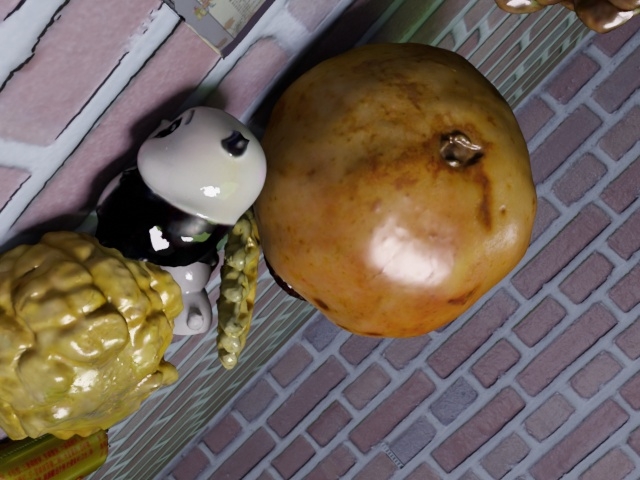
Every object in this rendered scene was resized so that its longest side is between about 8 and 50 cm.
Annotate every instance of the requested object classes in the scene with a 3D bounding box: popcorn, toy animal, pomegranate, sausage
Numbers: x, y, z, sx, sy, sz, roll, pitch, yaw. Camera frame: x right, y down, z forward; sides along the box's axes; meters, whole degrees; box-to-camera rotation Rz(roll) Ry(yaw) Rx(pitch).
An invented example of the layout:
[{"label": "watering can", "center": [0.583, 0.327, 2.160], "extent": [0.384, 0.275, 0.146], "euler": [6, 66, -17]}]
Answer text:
[{"label": "popcorn", "center": [-0.262, 0.102, 0.713], "extent": [0.250, 0.190, 0.250], "euler": [-24, 157, -11]}, {"label": "toy animal", "center": [-0.177, 0.040, 0.953], "extent": [0.131, 0.127, 0.181], "euler": [-5, 99, -40]}, {"label": "pomegranate", "center": [0.080, -0.065, 0.887], "extent": [0.410, 0.410, 0.410], "euler": [-42, 168, -11]}, {"label": "sausage", "center": [-0.480, 0.375, 1.061], "extent": [0.125, 0.117, 0.317], "euler": [-47, 168, 21]}, {"label": "toy animal", "center": [-0.140, -0.059, 0.707], "extent": [0.179, 0.138, 0.166], "euler": [-56, -175, 15]}]

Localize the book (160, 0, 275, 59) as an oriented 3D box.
[{"label": "book", "center": [-0.073, -0.247, 0.528], "extent": [0.157, 0.026, 0.231], "euler": [-48, 168, 5]}]

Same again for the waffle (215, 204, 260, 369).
[{"label": "waffle", "center": [-0.118, 0.050, 0.951], "extent": [0.250, 0.056, 0.261], "euler": [116, -19, -64]}]

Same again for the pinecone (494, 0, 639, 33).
[{"label": "pinecone", "center": [0.270, -0.374, 0.505], "extent": [0.384, 0.384, 0.384], "euler": [-42, 168, -11]}]

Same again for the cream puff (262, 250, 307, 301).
[{"label": "cream puff", "center": [0.000, 0.000, 1.248], "extent": [0.239, 0.165, 0.239], "euler": [-42, 168, -11]}]
